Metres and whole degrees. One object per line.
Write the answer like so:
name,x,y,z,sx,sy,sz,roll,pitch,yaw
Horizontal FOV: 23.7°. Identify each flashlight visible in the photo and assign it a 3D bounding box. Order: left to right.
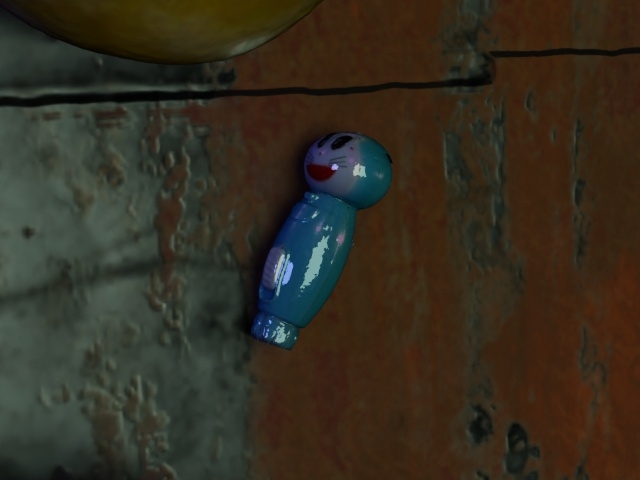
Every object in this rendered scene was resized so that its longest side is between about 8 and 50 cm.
flashlight,0.000,0.000,0.850,0.051,0.051,0.129,24,85,-31

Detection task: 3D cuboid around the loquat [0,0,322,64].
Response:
loquat,-0.082,-0.173,0.712,0.227,0.179,0.179,-1,95,-29
